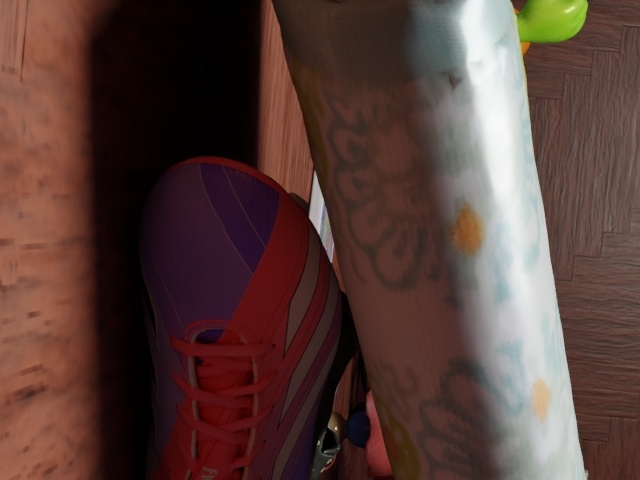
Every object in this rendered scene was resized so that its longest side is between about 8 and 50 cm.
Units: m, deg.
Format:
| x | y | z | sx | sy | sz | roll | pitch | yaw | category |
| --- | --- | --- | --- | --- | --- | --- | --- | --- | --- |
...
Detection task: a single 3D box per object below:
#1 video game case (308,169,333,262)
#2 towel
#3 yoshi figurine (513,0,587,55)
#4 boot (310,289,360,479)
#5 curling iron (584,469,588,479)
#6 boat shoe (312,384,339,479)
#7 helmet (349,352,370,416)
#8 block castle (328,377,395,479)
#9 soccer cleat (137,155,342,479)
| x | y | z | sx | sy | sz | roll | pitch | yaw | category |
| --- | --- | --- | --- | --- | --- | --- | --- | --- | --- |
| 0.000 | 0.000 | 1.298 | 0.122 | 0.011 | 0.087 | 74 | 23 | -74 | video game case |
| 0.050 | -0.019 | 0.761 | 0.374 | 0.090 | 0.320 | -97 | 172 | -65 | towel |
| 0.107 | -0.235 | 1.353 | 0.362 | 0.203 | 0.203 | 23 | 57 | -81 | yoshi figurine |
| -0.021 | 0.090 | 0.840 | 0.219 | 0.082 | 0.106 | 84 | 11 | -72 | boot |
| 0.205 | 0.320 | 1.395 | 0.068 | 0.035 | 0.274 | -18 | 110 | -86 | curling iron |
| -0.007 | 0.157 | 1.239 | 0.049 | 0.042 | 0.133 | -76 | 171 | -66 | boat shoe |
| 0.111 | 0.147 | 1.865 | 0.161 | 0.169 | 0.169 | -5 | 101 | -67 | helmet |
| 0.089 | 0.304 | 1.520 | 0.453 | 0.213 | 0.303 | 80 | 13 | -77 | block castle |
| -0.040 | 0.075 | 0.679 | 0.248 | 0.083 | 0.095 | 93 | 10 | -46 | soccer cleat |
